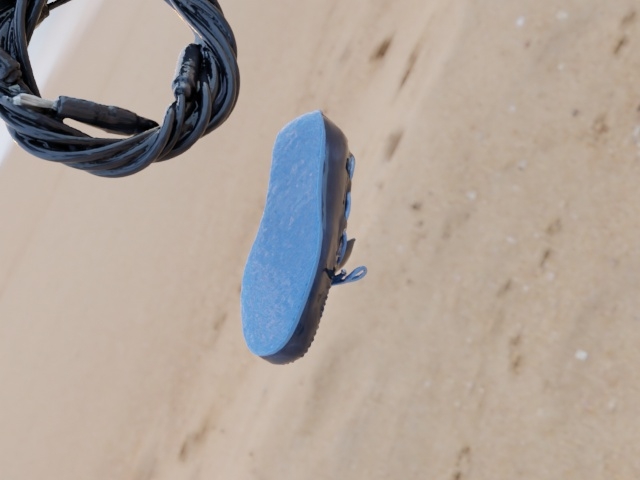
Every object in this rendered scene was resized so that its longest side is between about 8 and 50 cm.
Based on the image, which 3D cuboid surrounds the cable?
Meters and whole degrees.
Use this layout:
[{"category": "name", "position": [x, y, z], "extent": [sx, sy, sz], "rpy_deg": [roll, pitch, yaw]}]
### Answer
[{"category": "cable", "position": [-0.117, -0.115, 0.836], "extent": [0.184, 0.150, 0.047], "rpy_deg": [-35, -15, -40]}]

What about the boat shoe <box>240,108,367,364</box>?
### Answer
[{"category": "boat shoe", "position": [0.000, 0.000, 1.289], "extent": [0.109, 0.089, 0.258], "rpy_deg": [-10, 55, 40]}]
